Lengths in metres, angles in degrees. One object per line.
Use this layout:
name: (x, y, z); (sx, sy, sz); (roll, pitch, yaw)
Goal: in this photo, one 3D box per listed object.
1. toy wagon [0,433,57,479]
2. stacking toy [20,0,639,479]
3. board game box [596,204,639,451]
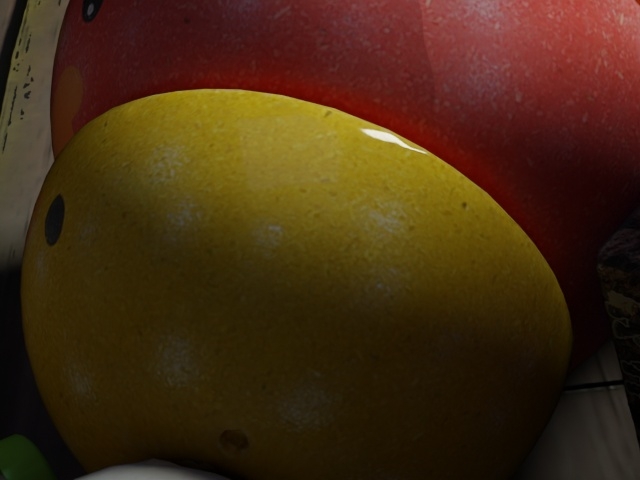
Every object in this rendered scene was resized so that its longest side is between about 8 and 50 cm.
toy wagon: (-0.273, 0.106, 0.730); (0.267, 0.068, 0.344); (-23, 34, -27)
stacking toy: (0.000, 0.000, 0.691); (0.350, 0.351, 0.480); (5, 47, 20)
board game box: (0.288, 0.025, 0.635); (0.291, 0.141, 0.232); (20, 55, 39)
